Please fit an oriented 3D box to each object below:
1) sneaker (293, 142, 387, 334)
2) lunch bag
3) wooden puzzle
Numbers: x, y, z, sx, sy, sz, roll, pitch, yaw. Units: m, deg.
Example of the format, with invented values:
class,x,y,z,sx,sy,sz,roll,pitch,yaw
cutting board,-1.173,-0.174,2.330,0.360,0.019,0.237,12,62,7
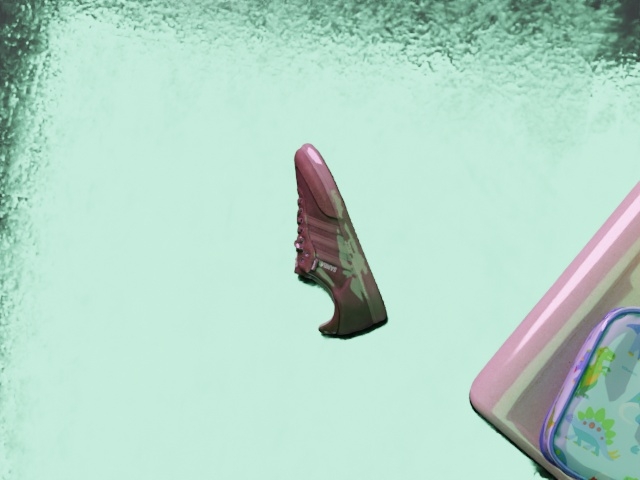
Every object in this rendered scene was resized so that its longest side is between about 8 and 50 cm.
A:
class,x,y,z,sx,sy,sz,roll,pitch,yaw
sneaker,0.000,0.000,1.813,0.071,0.066,0.188,-22,80,1
lunch bag,0.322,0.165,1.682,0.219,0.090,0.176,26,86,2
wooden puzzle,0.366,0.134,1.765,0.348,0.080,0.322,40,86,8
